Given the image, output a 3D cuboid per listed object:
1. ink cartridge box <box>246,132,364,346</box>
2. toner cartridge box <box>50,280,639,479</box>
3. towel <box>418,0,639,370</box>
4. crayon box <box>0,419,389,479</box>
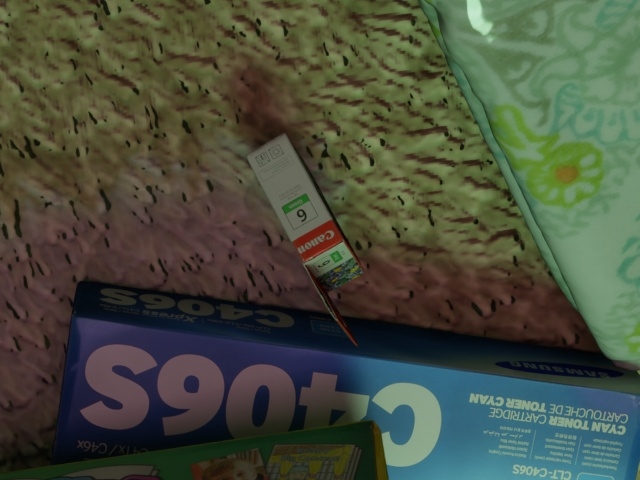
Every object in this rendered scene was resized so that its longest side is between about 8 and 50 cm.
[{"bbox_3d":[0.000,0.000,0.963,0.029,0.063,0.115,-30,69,2],"label":"ink cartridge box"},{"bbox_3d":[0.012,0.134,1.018,0.347,0.075,0.165,8,105,-7],"label":"toner cartridge box"},{"bbox_3d":[0.237,-0.115,0.895,0.320,0.090,0.374,-30,132,3],"label":"towel"},{"bbox_3d":[-0.120,0.277,0.971,0.362,0.106,0.313,-9,122,3],"label":"crayon box"}]
